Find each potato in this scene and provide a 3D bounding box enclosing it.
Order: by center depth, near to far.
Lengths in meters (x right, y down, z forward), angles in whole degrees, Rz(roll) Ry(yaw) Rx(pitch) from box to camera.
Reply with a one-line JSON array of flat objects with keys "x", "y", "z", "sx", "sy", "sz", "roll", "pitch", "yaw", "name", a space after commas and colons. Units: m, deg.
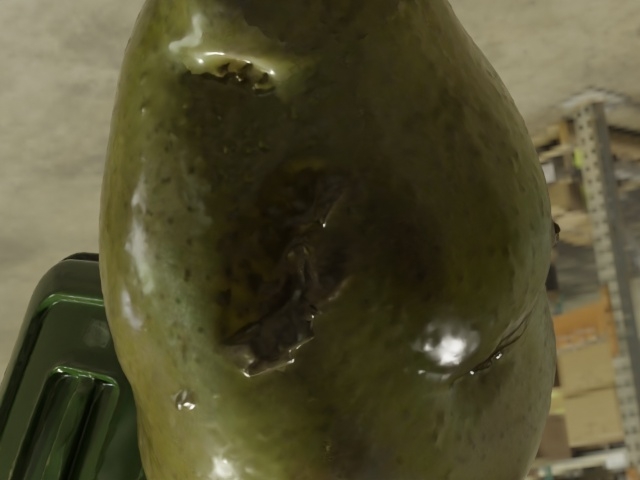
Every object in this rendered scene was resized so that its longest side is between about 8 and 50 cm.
[{"x": 0.000, "y": -0.001, "z": 0.623, "sx": 0.218, "sy": 0.351, "sz": 0.202, "roll": -19, "pitch": -158, "yaw": -30, "name": "potato"}]

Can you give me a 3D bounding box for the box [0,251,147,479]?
[{"x": -0.128, "y": 0.188, "z": 0.993, "sx": 0.253, "sy": 0.328, "sz": 0.178, "roll": 6, "pitch": 166, "yaw": 46, "name": "box"}]
